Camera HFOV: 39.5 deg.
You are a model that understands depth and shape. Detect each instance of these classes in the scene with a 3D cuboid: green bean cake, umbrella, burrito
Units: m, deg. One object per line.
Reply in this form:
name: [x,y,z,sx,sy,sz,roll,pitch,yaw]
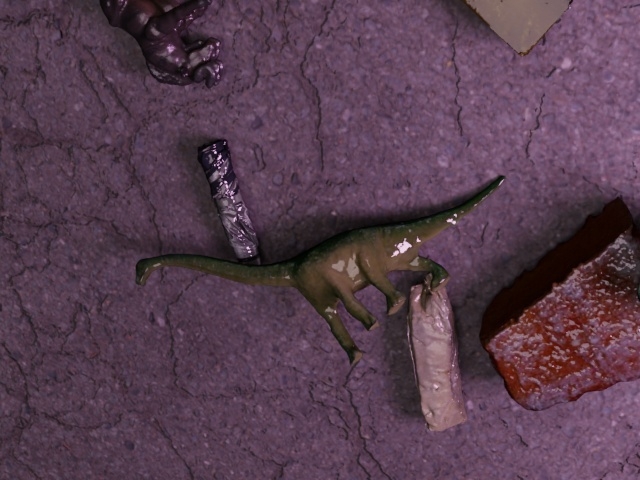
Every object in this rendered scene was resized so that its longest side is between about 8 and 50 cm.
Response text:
green bean cake: [0.309,0.088,1.094,0.233,0.097,0.198,-28,99,22]
umbrella: [-0.120,-0.043,1.197,0.046,0.050,0.188,-18,104,-10]
burrito: [0.154,0.148,1.180,0.063,0.058,0.229,-4,108,20]

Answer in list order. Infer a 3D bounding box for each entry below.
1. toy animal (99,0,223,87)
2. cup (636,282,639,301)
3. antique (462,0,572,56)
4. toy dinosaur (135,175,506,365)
toy animal: [-0.213,-0.290,1.124,0.233,0.084,0.148,35,115,-2]
cup: [0.477,0.062,0.971,0.236,0.134,0.148,14,109,-3]
antique: [0.179,-0.314,1.006,0.221,0.080,0.081,42,115,-1]
toy dinosaur: [0.000,0.000,1.163,0.447,0.087,0.301,-41,63,-3]
